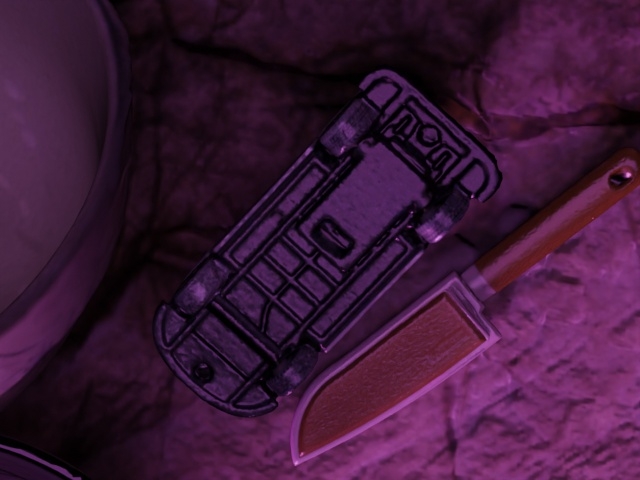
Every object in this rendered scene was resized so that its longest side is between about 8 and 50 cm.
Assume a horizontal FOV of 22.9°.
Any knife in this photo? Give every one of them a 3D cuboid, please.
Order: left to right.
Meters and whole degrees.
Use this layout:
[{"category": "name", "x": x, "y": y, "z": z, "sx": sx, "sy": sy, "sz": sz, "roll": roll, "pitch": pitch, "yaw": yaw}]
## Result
[{"category": "knife", "x": 0.077, "y": 0.041, "z": 0.857, "sx": 0.256, "sy": 0.022, "sz": 0.046, "roll": -39, "pitch": 103, "yaw": 12}]

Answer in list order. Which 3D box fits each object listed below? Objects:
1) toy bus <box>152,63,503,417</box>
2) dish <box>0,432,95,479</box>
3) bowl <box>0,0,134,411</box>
[{"category": "toy bus", "x": 0.000, "y": 0.000, "z": 0.815, "sx": 0.087, "sy": 0.089, "sz": 0.194, "roll": 42, "pitch": 103, "yaw": -6}, {"category": "dish", "x": -0.209, "y": 0.222, "z": 0.878, "sx": 0.316, "sy": 0.106, "sz": 0.316, "roll": 1, "pitch": 108, "yaw": 3}, {"category": "bowl", "x": -0.236, "y": -0.018, "z": 0.751, "sx": 0.307, "sy": 0.163, "sz": 0.307, "roll": 1, "pitch": 60, "yaw": -1}]
